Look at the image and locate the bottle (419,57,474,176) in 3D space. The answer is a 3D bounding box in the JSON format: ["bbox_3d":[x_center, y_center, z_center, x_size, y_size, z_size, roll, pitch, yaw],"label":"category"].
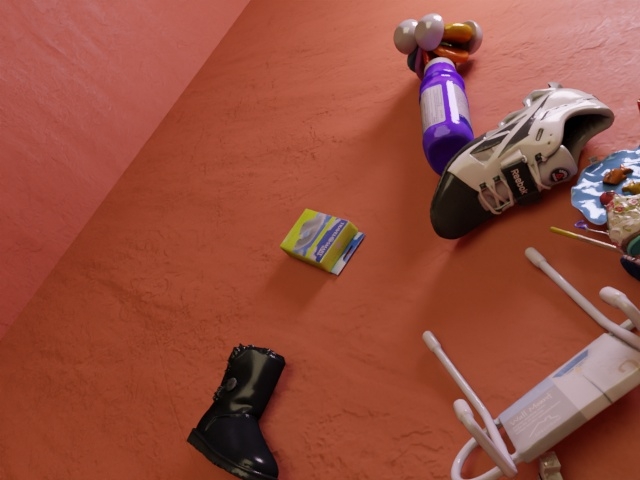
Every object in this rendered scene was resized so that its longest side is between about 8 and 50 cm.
[{"bbox_3d":[0.244,-0.256,1.089,0.092,0.118,0.282,-15,46,21],"label":"bottle"}]

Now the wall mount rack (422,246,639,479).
[{"bbox_3d":[0.264,0.138,0.703,0.350,0.130,0.304,-40,1,7],"label":"wall mount rack"}]

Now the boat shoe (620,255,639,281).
[{"bbox_3d":[0.448,0.043,0.649,0.066,0.066,0.183,-44,36,1],"label":"boat shoe"}]

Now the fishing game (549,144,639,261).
[{"bbox_3d":[0.443,-0.086,0.761,0.264,0.041,0.189,-39,33,-9],"label":"fishing game"}]

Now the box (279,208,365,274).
[{"bbox_3d":[0.000,0.000,1.157,0.178,0.042,0.109,19,71,52],"label":"box"}]

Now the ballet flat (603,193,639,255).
[{"bbox_3d":[0.453,-0.045,0.648,0.241,0.091,0.077,-10,51,0],"label":"ballet flat"}]

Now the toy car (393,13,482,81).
[{"bbox_3d":[0.258,-0.420,1.231,0.182,0.159,0.136,24,113,60],"label":"toy car"}]

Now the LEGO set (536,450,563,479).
[{"bbox_3d":[0.240,0.348,0.565,0.087,0.093,0.227,-7,38,0],"label":"LEGO set"}]

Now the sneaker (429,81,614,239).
[{"bbox_3d":[0.319,-0.118,0.882,0.330,0.122,0.146,-46,34,1],"label":"sneaker"}]

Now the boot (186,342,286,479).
[{"bbox_3d":[-0.119,0.288,0.956,0.246,0.094,0.207,2,62,53],"label":"boot"}]

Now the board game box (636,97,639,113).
[{"bbox_3d":[0.579,-0.233,0.780,0.193,0.045,0.147,-43,35,-6],"label":"board game box"}]
